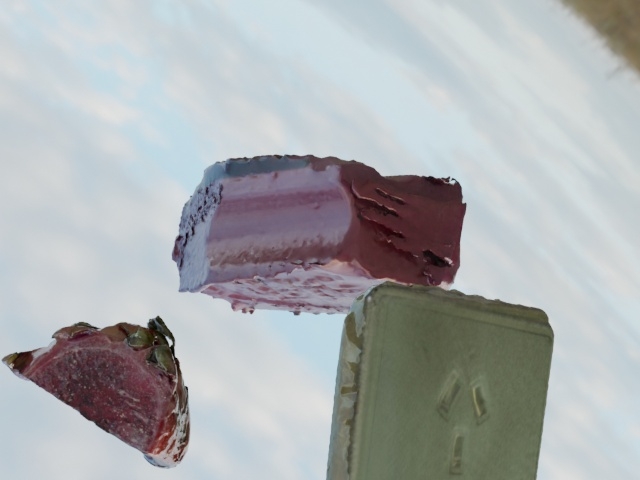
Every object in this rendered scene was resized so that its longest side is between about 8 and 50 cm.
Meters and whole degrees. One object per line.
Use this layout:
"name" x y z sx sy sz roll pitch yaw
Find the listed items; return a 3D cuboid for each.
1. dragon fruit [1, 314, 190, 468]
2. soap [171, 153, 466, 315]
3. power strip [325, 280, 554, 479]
"dragon fruit" -0.151 0.097 1.018 0.147 0.096 0.102 30 176 7
"soap" 0.000 0.000 1.159 0.182 0.289 0.112 19 -107 -48
"power strip" 0.057 0.134 0.821 0.064 0.213 0.198 1 171 43
